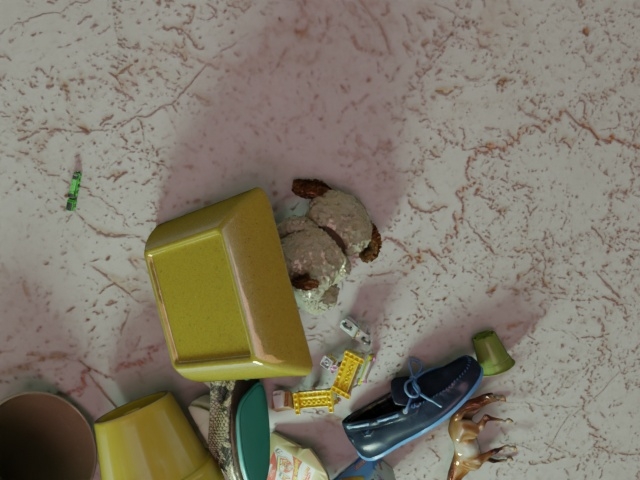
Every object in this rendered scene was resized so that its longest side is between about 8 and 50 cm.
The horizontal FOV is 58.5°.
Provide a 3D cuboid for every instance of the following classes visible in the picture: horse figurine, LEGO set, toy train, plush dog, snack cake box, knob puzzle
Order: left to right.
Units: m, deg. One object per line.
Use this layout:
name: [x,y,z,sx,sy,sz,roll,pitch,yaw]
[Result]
toy train: [-0.488,-0.096,1.125,0.017,0.023,0.083,15,107,-7]
knob puzzle: [-0.054,0.551,1.316,0.213,0.030,0.213,3,99,20]
plush dog: [0.000,0.000,1.104,0.262,0.211,0.225,43,75,-15]
LEGO set: [0.026,0.302,1.248,0.132,0.107,0.287,47,108,21]
snack cake box: [0.057,0.628,1.302,0.264,0.152,0.089,-44,104,10]
horse figurine: [0.357,0.454,1.305,0.175,0.066,0.263,-13,110,-4]

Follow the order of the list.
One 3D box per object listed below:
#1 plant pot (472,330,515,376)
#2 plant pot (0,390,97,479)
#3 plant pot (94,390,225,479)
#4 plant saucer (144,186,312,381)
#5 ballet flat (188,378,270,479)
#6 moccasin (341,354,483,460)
plant pot: [0.367,0.240,1.236,0.083,0.083,0.079,-22,95,5]
plant pot: [-0.665,0.495,1.208,0.274,0.256,0.256,-35,106,25]
plant pot: [-0.356,0.459,1.198,0.254,0.254,0.238,-20,90,4]
plant saucer: [-0.196,0.104,1.033,0.333,0.081,0.332,-15,90,39]
ballet flat: [-0.197,0.295,1.207,0.182,0.164,0.482,5,102,19]
moccasin: [0.188,0.350,1.229,0.342,0.138,0.116,-41,92,12]
